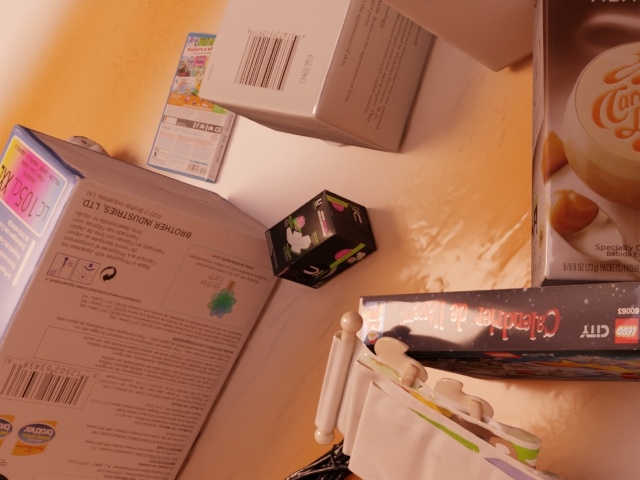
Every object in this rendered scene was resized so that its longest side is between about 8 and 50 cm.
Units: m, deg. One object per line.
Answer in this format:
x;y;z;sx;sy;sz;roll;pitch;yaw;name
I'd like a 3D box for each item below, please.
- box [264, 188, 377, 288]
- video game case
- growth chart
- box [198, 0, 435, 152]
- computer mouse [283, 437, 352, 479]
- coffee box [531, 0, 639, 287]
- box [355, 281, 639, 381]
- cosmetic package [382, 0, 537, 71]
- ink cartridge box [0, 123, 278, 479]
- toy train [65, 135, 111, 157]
0.000;0.000;1.026;0.083;0.062;0.052;-34;54;32;box
-0.137;-0.155;1.239;0.119;0.015;0.166;17;89;46;video game case
0.092;0.162;0.786;0.237;0.021;0.172;36;137;13;growth chart
0.002;-0.194;1.046;0.181;0.119;0.181;16;88;45;box
0.032;0.278;0.903;0.184;0.060;0.262;-41;50;27;computer mouse
0.224;-0.080;0.776;0.141;0.098;0.246;1;75;7;coffee box
0.164;0.070;0.780;0.233;0.159;0.044;-6;73;42;box
0.125;-0.391;0.798;0.327;0.394;0.329;-26;60;36;cosmetic package
-0.243;0.120;1.072;0.151;0.270;0.395;34;100;46;ink cartridge box
-0.341;0.030;1.296;0.334;0.142;0.190;-56;38;15;toy train
